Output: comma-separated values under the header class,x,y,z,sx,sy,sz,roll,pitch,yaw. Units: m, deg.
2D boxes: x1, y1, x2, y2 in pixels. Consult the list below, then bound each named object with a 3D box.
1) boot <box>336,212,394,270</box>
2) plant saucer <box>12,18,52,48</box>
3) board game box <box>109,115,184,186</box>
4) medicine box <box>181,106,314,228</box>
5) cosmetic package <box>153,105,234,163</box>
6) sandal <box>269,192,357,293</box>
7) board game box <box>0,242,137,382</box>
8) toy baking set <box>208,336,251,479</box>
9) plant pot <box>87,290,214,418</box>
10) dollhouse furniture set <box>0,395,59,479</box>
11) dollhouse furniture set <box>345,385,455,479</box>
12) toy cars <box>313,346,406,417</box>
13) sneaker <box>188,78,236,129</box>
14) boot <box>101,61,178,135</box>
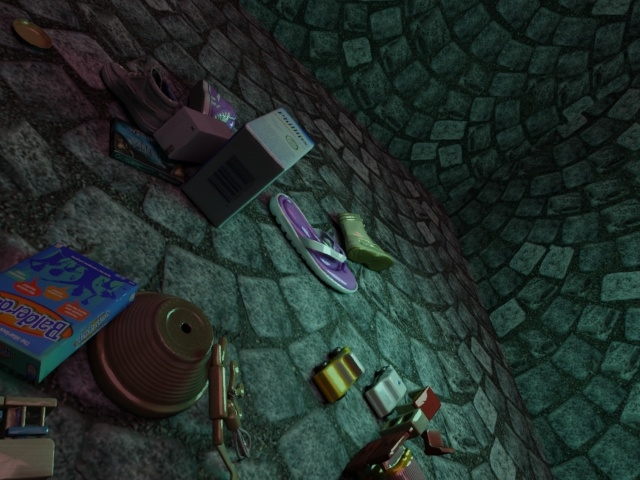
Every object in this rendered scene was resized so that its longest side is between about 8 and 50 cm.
class,x,y,z,sx,sy,sz,roll,pitch,yaw
boot,0.174,0.005,1.771,0.262,0.095,0.203,21,39,-41
plant saucer,-0.674,-0.478,1.058,0.083,0.015,0.083,38,29,-26
board game box,-0.429,-0.218,1.128,0.186,0.026,0.126,24,38,-45
medicine box,-0.187,-0.206,1.238,0.149,0.263,0.289,49,26,-10
cosmetic package,-0.327,-0.274,1.217,0.085,0.117,0.231,54,13,5
sandal,-0.003,0.007,1.462,0.416,0.102,0.169,48,27,-11
board game box,-0.410,0.096,0.684,0.160,0.047,0.210,27,28,2
toy baking set,-0.157,0.306,0.812,0.196,0.030,0.256,74,6,-57
plant pot,-0.270,0.181,0.806,0.237,0.110,0.237,38,31,-28
dollhouse furniture set,-0.355,0.231,0.520,0.129,0.184,0.129,23,39,-45
dollhouse furniture set,0.251,0.524,1.112,0.374,0.152,0.201,-22,76,-51
toy cars,0.136,0.380,1.250,0.394,0.087,0.176,31,34,-38
sneaker,-0.330,-0.389,1.422,0.161,0.102,0.282,38,30,-35
boot,-0.459,-0.400,1.170,0.258,0.123,0.095,51,21,13
